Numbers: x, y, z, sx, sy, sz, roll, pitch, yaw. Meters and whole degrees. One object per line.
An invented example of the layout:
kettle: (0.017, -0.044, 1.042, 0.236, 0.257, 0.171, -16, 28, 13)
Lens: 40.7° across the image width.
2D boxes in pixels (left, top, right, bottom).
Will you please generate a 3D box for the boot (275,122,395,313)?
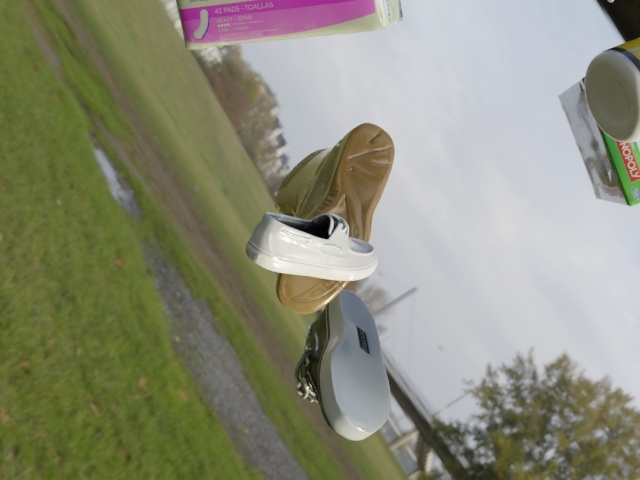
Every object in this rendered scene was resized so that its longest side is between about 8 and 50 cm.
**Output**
boot: (-0.010, -0.024, 1.164, 0.095, 0.262, 0.203, 26, -13, -19)

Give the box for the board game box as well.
board game box: (0.479, -0.170, 1.469, 0.317, 0.046, 0.214, -31, 99, -80)

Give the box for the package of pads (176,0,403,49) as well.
package of pads: (-0.056, -0.373, 1.090, 0.101, 0.296, 0.229, -46, 131, -59)

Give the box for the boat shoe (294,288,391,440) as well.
boat shoe: (0.018, 0.180, 1.182, 0.113, 0.105, 0.306, 39, 20, -22)

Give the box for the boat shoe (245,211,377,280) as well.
boat shoe: (0.000, 0.000, 0.960, 0.184, 0.063, 0.066, 9, 24, -37)

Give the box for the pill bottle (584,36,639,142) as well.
pill bottle: (0.389, -0.182, 0.933, 0.103, 0.184, 0.103, 159, -90, -78)
